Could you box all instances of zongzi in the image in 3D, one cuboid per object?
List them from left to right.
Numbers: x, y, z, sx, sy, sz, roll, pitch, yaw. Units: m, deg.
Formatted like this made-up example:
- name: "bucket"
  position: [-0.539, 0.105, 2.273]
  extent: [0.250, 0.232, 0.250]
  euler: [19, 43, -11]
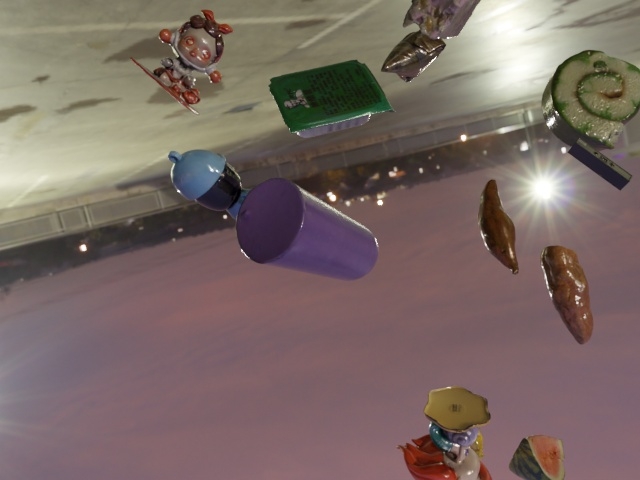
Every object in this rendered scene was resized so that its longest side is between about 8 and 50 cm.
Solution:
- name: "zongzi"
  position: [0.300, -0.669, 2.303]
  extent: [0.300, 0.138, 0.286]
  euler: [-37, -179, -19]

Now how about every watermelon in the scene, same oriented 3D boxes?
- name: "watermelon"
  position: [0.733, 0.744, 1.974]
  extent: [0.303, 0.159, 0.128]
  euler: [22, -168, -44]

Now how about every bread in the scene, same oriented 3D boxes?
- name: "bread"
  position: [1.017, -0.512, 2.219]
  extent: [0.366, 0.382, 0.129]
  euler: [-10, 167, -5]

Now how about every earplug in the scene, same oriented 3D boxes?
- name: "earplug"
  position: [0.000, 0.000, 1.605]
  extent: [0.215, 0.215, 0.456]
  euler: [-10, 161, 34]

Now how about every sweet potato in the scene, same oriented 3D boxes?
- name: "sweet potato"
  position: [0.579, -0.047, 1.976]
  extent: [0.112, 0.359, 0.112]
  euler: [-9, 152, -5]
- name: "sweet potato"
  position: [0.607, 0.128, 1.457]
  extent: [0.097, 0.252, 0.097]
  euler: [-19, 177, -1]

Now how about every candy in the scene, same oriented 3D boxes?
- name: "candy"
  position: [0.354, -0.671, 1.714]
  extent: [0.195, 0.137, 0.185]
  euler: [-30, 159, -52]

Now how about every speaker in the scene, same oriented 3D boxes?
- name: "speaker"
  position: [0.836, -0.230, 1.796]
  extent: [0.040, 0.191, 0.046]
  euler: [-41, 166, -41]

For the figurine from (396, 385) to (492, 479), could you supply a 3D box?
- name: "figurine"
  position: [0.299, 0.492, 1.405]
  extent: [0.208, 0.257, 0.181]
  euler: [-10, -160, -23]

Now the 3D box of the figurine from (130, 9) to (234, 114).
- name: "figurine"
  position: [-0.316, -0.466, 1.503]
  extent: [0.226, 0.183, 0.160]
  euler: [-49, -179, 3]

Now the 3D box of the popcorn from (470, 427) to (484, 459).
- name: "popcorn"
  position: [0.463, 0.670, 2.006]
  extent: [0.180, 0.180, 0.170]
  euler: [-9, -166, 44]

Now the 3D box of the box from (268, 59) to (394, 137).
- name: "box"
  position: [0.025, -0.425, 1.880]
  extent: [0.336, 0.264, 0.106]
  euler: [-16, 145, -11]

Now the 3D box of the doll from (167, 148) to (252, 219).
- name: "doll"
  position: [-0.284, -0.152, 1.644]
  extent: [0.177, 0.141, 0.314]
  euler: [-19, 138, 42]
